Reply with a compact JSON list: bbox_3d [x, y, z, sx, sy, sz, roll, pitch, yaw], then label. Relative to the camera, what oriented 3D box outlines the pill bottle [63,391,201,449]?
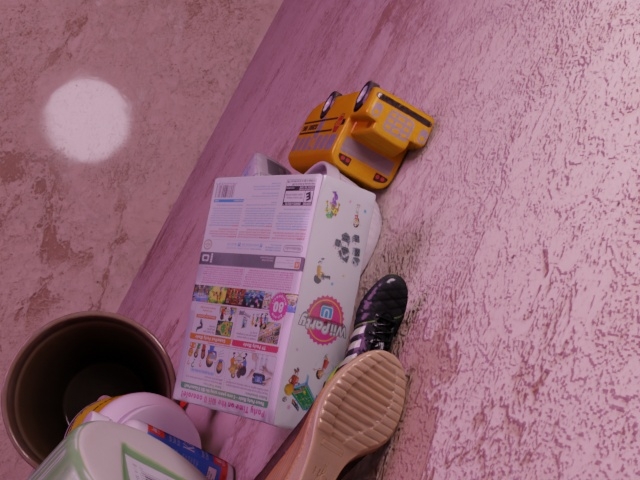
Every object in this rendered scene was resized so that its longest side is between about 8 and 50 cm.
[{"bbox_3d":[-0.311,0.348,1.669,0.334,0.187,0.188,-24,40,64],"label":"pill bottle"}]

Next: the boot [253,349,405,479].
[{"bbox_3d":[-0.022,0.234,1.097,0.248,0.090,0.207,-54,10,-31],"label":"boot"}]

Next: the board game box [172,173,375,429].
[{"bbox_3d":[-0.064,0.074,1.282,0.224,0.097,0.304,3,78,50],"label":"board game box"}]

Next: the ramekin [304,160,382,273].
[{"bbox_3d":[0.000,0.000,1.453,0.207,0.109,0.207,-54,17,25],"label":"ramekin"}]

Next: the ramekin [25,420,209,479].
[{"bbox_3d":[-0.229,0.358,1.216,0.148,0.303,0.303,-51,17,6],"label":"ramekin"}]

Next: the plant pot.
[{"bbox_3d":[-0.442,0.319,1.996,0.280,0.323,0.323,115,180,-75],"label":"plant pot"}]

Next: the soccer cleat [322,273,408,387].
[{"bbox_3d":[0.060,0.126,1.158,0.179,0.060,0.072,-65,25,8],"label":"soccer cleat"}]

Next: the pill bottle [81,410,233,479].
[{"bbox_3d":[-0.246,0.330,1.434,0.124,0.221,0.124,-53,18,25],"label":"pill bottle"}]

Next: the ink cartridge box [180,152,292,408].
[{"bbox_3d":[-0.174,0.060,1.754,0.385,0.091,0.308,-55,16,15],"label":"ink cartridge box"}]

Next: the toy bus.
[{"bbox_3d":[0.054,-0.154,1.550,0.130,0.108,0.332,-62,16,-4],"label":"toy bus"}]
